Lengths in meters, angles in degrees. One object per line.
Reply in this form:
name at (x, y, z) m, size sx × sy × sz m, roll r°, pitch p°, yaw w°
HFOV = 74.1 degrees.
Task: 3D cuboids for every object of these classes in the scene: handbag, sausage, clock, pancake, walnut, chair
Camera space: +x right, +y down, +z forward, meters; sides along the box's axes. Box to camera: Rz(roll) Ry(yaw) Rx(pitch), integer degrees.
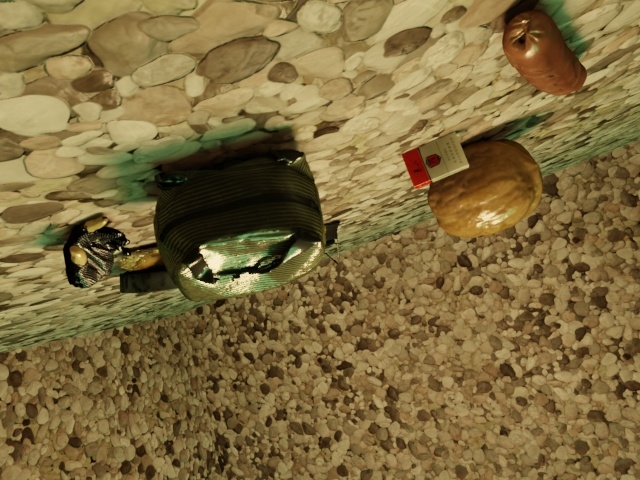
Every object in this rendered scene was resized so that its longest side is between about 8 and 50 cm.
handbag at (-0.145, -0.028, 0.808) m, size 0.340 × 0.247 × 0.240 m, roll -11°, pitch 169°, yaw -12°
sausage at (0.410, -0.318, 0.763) m, size 0.088 × 0.088 × 0.433 m, roll -25°, pitch 169°, yaw 38°
clock at (-0.482, 0.114, 1.368) m, size 0.312 × 0.061 × 0.312 m, roll -6°, pitch -177°, yaw 0°
pancake at (-0.415, 0.031, 1.242) m, size 0.244 × 0.057 × 0.266 m, roll -21°, pitch 175°, yaw 21°
walnut at (0.516, -0.163, 1.325) m, size 0.306 × 0.306 × 0.344 m, roll -14°, pitch 172°, yaw -35°
chair at (0.000, 0.000, 1.900) m, size 0.140 × 0.221 × 0.145 m, roll -15°, pitch -146°, yaw -31°

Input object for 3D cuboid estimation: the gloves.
gloves at (-0.477, 0.007, 0.893) m, size 0.129 × 0.106 × 0.181 m, roll -12°, pitch 141°, yaw -49°

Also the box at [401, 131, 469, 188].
box at (0.309, -0.215, 1.148) m, size 0.152 × 0.100 × 0.048 m, roll -21°, pitch 169°, yaw 14°
